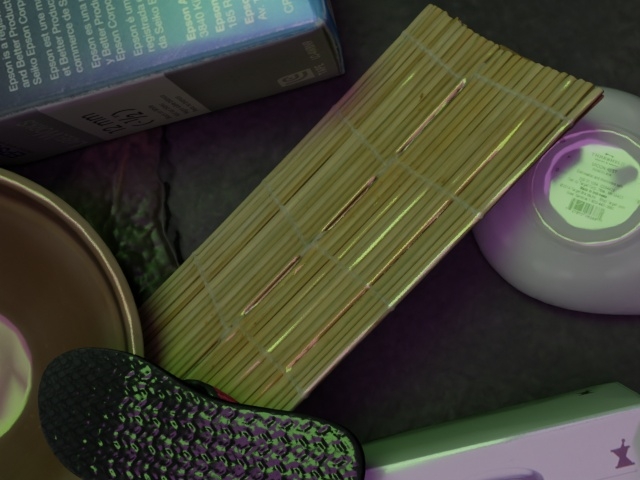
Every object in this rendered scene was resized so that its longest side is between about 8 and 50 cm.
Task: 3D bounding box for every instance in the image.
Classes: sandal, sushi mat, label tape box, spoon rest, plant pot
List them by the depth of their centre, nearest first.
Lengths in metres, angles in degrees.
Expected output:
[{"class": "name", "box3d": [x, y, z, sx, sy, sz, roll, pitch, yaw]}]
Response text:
[{"class": "sandal", "box3d": [-0.064, 0.103, 0.417, 0.179, 0.040, 0.067, 13, 80, 12]}, {"class": "spoon rest", "box3d": [0.217, 0.003, 0.466, 0.276, 0.084, 0.137, 27, 91, 20]}, {"class": "sushi mat", "box3d": [0.000, 0.000, 0.473, 0.316, 0.019, 0.151, -46, 47, 4]}, {"class": "plant pot", "box3d": [-0.225, 0.079, 0.475, 0.238, 0.110, 0.237, 3, 75, -13]}, {"class": "label tape box", "box3d": [-0.183, -0.186, 0.496, 0.348, 0.115, 0.249, -14, 86, 9]}]

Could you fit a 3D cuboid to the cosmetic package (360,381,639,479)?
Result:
[{"class": "cosmetic package", "box3d": [0.033, 0.267, 0.465, 0.378, 0.097, 0.284, -16, 84, 7]}]
